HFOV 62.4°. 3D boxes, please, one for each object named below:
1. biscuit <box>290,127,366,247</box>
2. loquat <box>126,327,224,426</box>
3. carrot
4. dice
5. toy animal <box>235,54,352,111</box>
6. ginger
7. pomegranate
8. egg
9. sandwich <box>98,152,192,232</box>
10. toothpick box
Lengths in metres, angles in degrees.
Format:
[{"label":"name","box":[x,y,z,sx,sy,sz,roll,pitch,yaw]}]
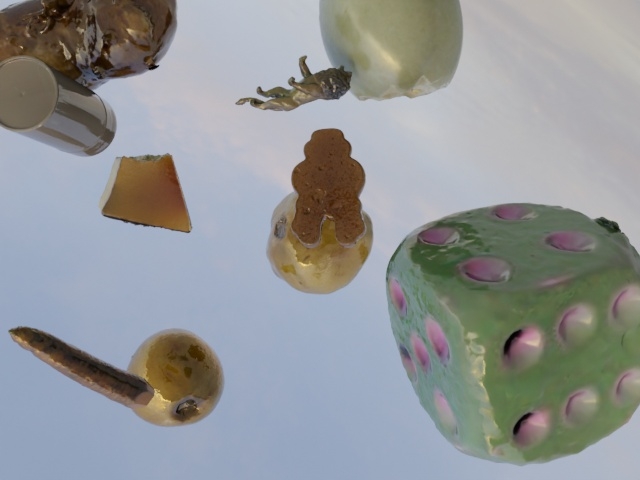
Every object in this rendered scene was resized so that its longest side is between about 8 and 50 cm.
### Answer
[{"label":"biscuit","box":[0.020,-0.125,1.248,0.186,0.044,0.295,2,-105,8]},{"label":"loquat","box":[-0.412,0.380,1.478,0.275,0.275,0.274,22,-139,-20]},{"label":"carrot","box":[-0.458,0.246,1.030,0.314,0.066,0.066,45,-150,-35]},{"label":"dice","box":[0.308,0.138,0.857,0.323,0.318,0.330,-17,-156,-11]},{"label":"toy animal","box":[-0.050,-0.276,0.953,0.220,0.086,0.069,-10,-134,6]},{"label":"ginger","box":[-0.419,-0.325,0.886,0.418,0.176,0.254,-29,-154,-16]},{"label":"pomegranate","box":[0.000,0.000,1.568,0.333,0.332,0.332,22,-139,-20]},{"label":"egg","box":[0.135,-0.448,1.055,0.278,0.278,0.336,-19,-81,-47]},{"label":"sandwich","box":[-0.334,-0.107,1.087,0.193,0.162,0.058,14,-160,-39]},{"label":"toothpick box","box":[-0.398,-0.196,0.802,0.111,0.111,0.181,41,-179,3]}]
